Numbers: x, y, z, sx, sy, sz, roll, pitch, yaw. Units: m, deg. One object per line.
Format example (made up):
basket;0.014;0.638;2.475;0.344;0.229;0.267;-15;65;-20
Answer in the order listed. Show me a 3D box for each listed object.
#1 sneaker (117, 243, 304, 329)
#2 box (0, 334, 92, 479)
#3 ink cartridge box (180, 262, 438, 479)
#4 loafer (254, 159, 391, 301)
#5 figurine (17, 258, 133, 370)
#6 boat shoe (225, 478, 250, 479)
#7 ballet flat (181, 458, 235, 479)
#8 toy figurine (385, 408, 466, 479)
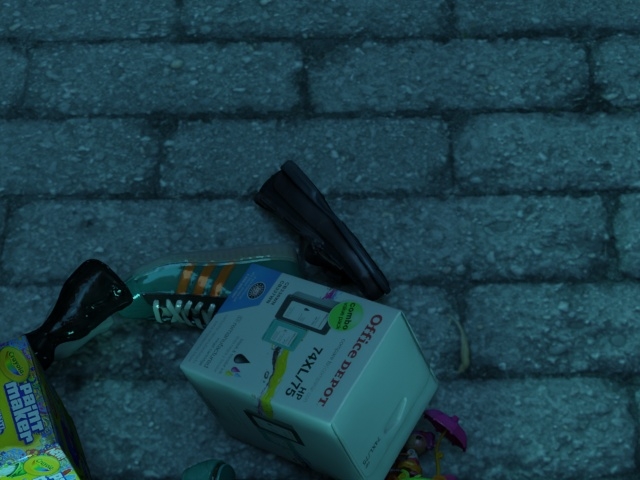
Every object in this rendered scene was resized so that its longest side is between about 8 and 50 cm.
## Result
sneaker;-0.172;0.089;2.007;0.302;0.108;0.121;-11;55;-4
box;-0.480;0.308;1.790;0.279;0.290;0.177;-21;60;-8
ink cartridge box;-0.011;0.192;1.842;0.270;0.197;0.198;16;59;34
loafer;0.000;0.000;2.066;0.095;0.109;0.302;-38;56;1
figurine;-0.399;0.144;1.932;0.092;0.215;0.209;47;62;-1
boat shoe;-0.101;0.388;1.739;0.355;0.130;0.132;-7;63;-19
ballet flat;-0.181;0.428;1.833;0.087;0.083;0.247;-9;55;27
toy figurine;0.146;0.318;1.869;0.173;0.130;0.159;-10;41;26
